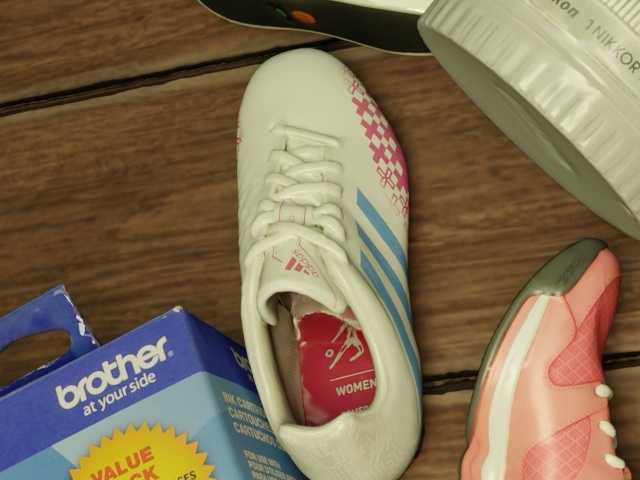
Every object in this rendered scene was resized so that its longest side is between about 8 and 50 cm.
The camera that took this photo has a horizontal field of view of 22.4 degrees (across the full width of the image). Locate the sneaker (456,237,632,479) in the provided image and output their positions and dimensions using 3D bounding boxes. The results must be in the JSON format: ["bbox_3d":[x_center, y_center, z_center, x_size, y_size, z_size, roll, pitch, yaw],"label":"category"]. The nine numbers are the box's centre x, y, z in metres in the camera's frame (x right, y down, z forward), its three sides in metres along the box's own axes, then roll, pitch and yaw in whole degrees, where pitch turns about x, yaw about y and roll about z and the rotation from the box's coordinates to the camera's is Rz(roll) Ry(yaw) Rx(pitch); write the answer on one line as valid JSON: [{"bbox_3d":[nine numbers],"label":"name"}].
[{"bbox_3d":[0.149,0.157,0.979,0.136,0.116,0.314,17,85,16],"label":"sneaker"}]

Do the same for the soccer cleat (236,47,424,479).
[{"bbox_3d":[0.000,0.000,1.060,0.116,0.143,0.331,-18,65,15],"label":"soccer cleat"}]

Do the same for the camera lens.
[{"bbox_3d":[0.223,-0.164,0.988,0.274,0.219,0.219,-46,62,1],"label":"camera lens"}]

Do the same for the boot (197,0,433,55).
[{"bbox_3d":[0.038,-0.233,1.166,0.244,0.088,0.176,16,76,29],"label":"boot"}]

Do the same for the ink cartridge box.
[{"bbox_3d":[-0.131,0.228,1.029,0.270,0.151,0.395,-28,62,10],"label":"ink cartridge box"}]
